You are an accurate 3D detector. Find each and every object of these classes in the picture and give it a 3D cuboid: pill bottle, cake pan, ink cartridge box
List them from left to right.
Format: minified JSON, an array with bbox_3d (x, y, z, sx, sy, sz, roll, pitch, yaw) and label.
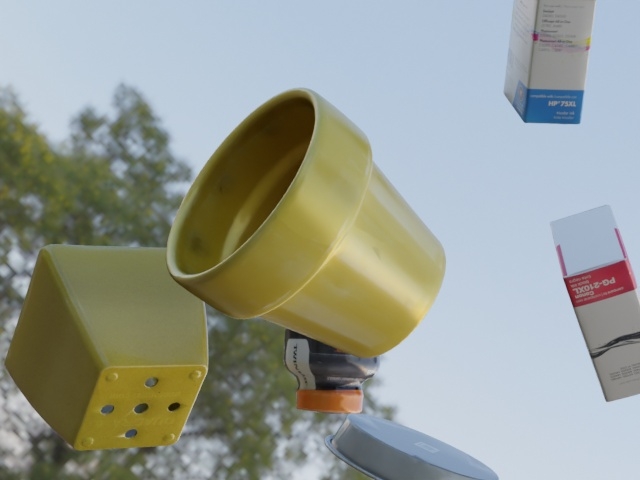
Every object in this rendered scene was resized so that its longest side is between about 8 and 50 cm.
[{"bbox_3d":[0.018,0.104,1.761,0.130,0.246,0.130,3,-6,0],"label":"pill bottle"},{"bbox_3d":[0.150,0.342,2.069,0.293,0.054,0.293,22,3,-1],"label":"cake pan"},{"bbox_3d":[0.292,-0.276,1.696,0.134,0.078,0.231,-101,-166,-66],"label":"ink cartridge box"},{"bbox_3d":[0.429,0.095,1.996,0.172,0.100,0.237,-86,155,-61],"label":"ink cartridge box"}]

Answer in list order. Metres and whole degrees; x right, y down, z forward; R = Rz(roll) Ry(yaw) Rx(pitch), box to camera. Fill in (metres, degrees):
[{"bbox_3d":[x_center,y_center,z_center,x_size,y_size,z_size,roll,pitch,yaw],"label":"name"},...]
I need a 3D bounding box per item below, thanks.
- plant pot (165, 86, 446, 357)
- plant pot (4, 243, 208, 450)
[{"bbox_3d":[0.000,0.000,1.468,0.239,0.254,0.254,35,-18,-25],"label":"plant pot"},{"bbox_3d":[-0.254,0.147,1.694,0.187,0.212,0.212,57,-46,42],"label":"plant pot"}]
